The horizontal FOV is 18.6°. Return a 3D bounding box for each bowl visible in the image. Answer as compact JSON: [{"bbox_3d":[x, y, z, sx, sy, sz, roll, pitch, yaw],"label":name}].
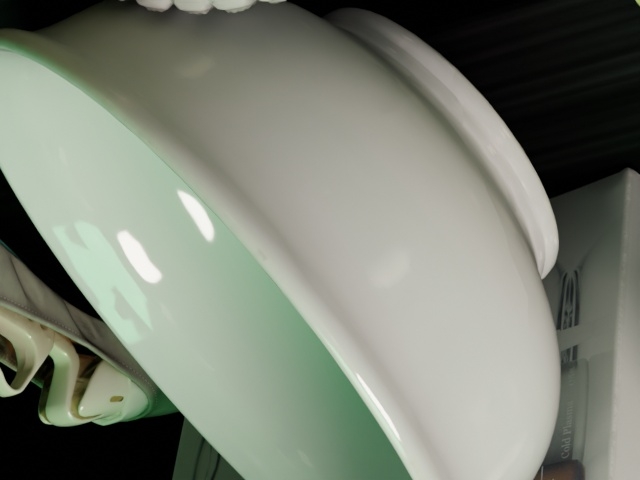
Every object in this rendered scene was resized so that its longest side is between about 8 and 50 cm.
[{"bbox_3d":[0.000,0.000,0.792,0.298,0.134,0.298,44,162,18],"label":"bowl"}]

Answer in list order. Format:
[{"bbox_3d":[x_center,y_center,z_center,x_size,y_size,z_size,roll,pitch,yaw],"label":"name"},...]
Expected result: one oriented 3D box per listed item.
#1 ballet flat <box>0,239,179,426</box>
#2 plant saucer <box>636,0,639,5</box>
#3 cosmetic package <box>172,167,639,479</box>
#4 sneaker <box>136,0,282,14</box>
[{"bbox_3d":[-0.147,0.062,1.036,0.072,0.068,0.213,-16,140,34],"label":"ballet flat"},{"bbox_3d":[0.221,-0.128,0.682,0.241,0.037,0.241,5,147,3],"label":"plant saucer"},{"bbox_3d":[0.041,0.180,0.887,0.284,0.377,0.097,-24,135,39],"label":"cosmetic package"},{"bbox_3d":[0.017,-0.157,0.662,0.281,0.105,0.115,-12,106,38],"label":"sneaker"}]
